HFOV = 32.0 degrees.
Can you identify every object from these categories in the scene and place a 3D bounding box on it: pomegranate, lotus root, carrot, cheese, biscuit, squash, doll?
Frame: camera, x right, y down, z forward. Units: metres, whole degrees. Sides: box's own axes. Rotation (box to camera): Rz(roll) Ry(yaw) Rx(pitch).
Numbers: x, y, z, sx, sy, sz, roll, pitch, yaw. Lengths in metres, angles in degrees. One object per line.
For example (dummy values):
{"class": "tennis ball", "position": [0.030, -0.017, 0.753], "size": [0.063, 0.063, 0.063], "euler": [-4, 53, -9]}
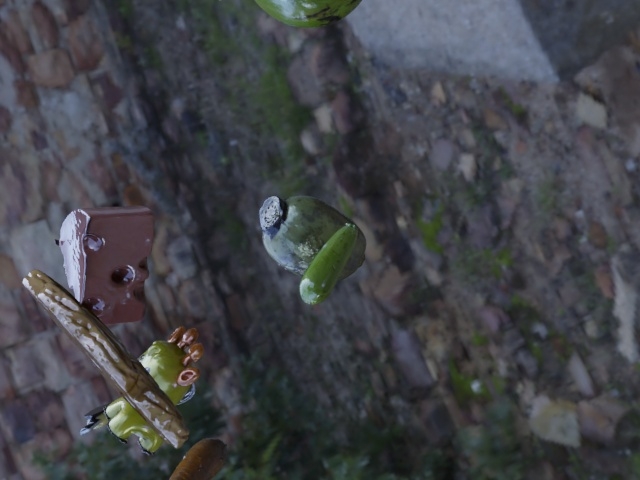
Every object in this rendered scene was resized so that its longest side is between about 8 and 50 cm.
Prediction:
{"class": "pomegranate", "position": [-0.049, -0.488, 1.933], "size": [0.340, 0.260, 0.260], "euler": [-10, 104, 32]}
{"class": "lotus root", "position": [0.000, 0.000, 2.451], "size": [0.173, 0.309, 0.173], "euler": [-23, 55, 37]}
{"class": "carrot", "position": [-0.201, 0.366, 1.740], "size": [0.060, 0.186, 0.060], "euler": [7, 111, 19]}
{"class": "cheese", "position": [-0.497, 0.402, 2.500], "size": [0.162, 0.086, 0.036], "euler": [-37, -74, -77]}
{"class": "biscuit", "position": [-0.297, 0.163, 1.571], "size": [0.376, 0.051, 0.269], "euler": [39, 164, 34]}
{"class": "squash", "position": [0.020, 0.045, 2.248], "size": [0.066, 0.201, 0.066], "euler": [26, 154, 14]}
{"class": "cheese", "position": [-0.355, 0.011, 1.860], "size": [0.177, 0.128, 0.203], "euler": [120, 140, -48]}
{"class": "doll", "position": [-0.266, 0.246, 1.873], "size": [0.135, 0.221, 0.143], "euler": [30, -166, -30]}
